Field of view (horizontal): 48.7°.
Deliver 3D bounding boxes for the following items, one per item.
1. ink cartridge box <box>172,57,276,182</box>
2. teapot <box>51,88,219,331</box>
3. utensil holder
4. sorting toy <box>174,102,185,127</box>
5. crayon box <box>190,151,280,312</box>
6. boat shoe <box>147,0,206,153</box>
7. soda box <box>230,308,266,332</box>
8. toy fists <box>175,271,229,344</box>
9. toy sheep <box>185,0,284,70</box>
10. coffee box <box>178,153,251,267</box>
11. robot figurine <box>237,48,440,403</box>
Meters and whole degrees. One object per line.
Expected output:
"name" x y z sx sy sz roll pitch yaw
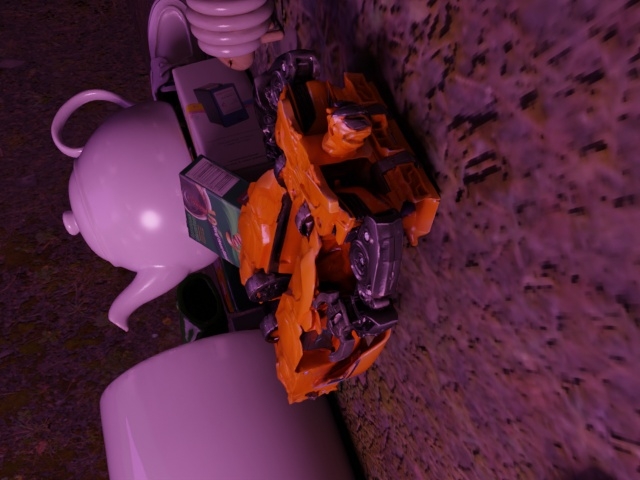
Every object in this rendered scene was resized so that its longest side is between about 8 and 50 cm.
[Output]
"ink cartridge box" -0.110 -0.108 0.893 0.154 0.093 0.212 88 163 -51
"teapot" -0.253 -0.059 0.948 0.256 0.187 0.253 -120 13 -60
"utensil holder" -0.103 0.354 0.917 0.328 0.327 0.385 98 154 -60
"sorting toy" -0.181 -0.176 1.099 0.042 0.102 0.061 85 -153 -61
"crayon box" -0.159 -0.037 1.206 0.202 0.081 0.319 148 106 -77
"boat shoe" -0.224 -0.258 1.130 0.084 0.095 0.258 -105 8 -66
"soda box" -0.106 0.224 1.326 0.216 0.069 0.074 -124 22 -54
"toy fists" -0.193 0.198 1.272 0.142 0.096 0.279 91 154 -63
"toy sheep" -0.083 -0.221 0.660 0.091 0.091 0.132 -122 21 -50
"coffee box" -0.065 -0.005 0.746 0.184 0.040 0.113 31 147 18
"robot figurine" 0.000 0.000 0.532 0.291 0.085 0.211 112 140 -54
